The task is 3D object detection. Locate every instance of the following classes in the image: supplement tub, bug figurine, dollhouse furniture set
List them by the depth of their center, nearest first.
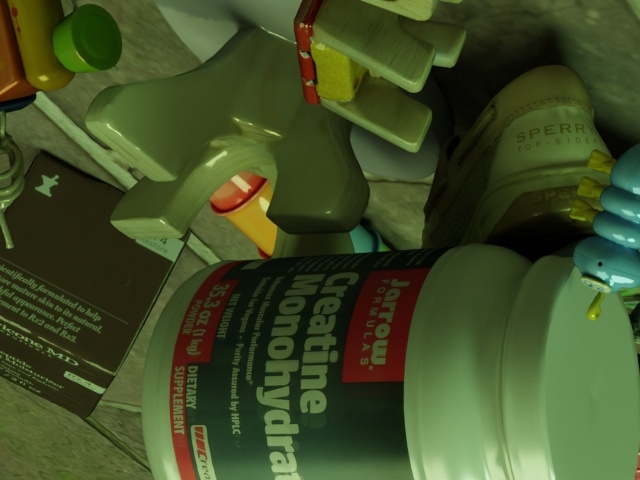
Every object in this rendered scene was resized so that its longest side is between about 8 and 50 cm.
[{"bbox_3d":[0.016,-0.218,0.788,0.152,0.201,0.374,22,164,9],"label":"dollhouse furniture set"},{"bbox_3d":[0.265,-0.030,0.908,0.279,0.216,0.072,19,-173,26],"label":"bug figurine"},{"bbox_3d":[0.044,0.100,1.069,0.272,0.191,0.191,-4,145,29],"label":"supplement tub"}]

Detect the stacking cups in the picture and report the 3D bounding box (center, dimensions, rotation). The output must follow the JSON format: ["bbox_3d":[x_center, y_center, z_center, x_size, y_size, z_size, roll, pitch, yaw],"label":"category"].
[{"bbox_3d":[0.000,0.000,1.432,0.316,0.096,0.096,44,152,-27],"label":"stacking cups"}]

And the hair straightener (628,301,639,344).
[{"bbox_3d":[0.265,0.064,1.173,0.230,0.047,0.089,0,167,-38],"label":"hair straightener"}]

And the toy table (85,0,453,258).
[{"bbox_3d":[-0.040,-0.077,1.192,0.274,0.161,0.252,35,156,-23],"label":"toy table"}]

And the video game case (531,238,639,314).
[{"bbox_3d":[0.210,0.035,1.186,0.212,0.023,0.193,1,165,-29],"label":"video game case"}]

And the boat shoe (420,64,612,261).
[{"bbox_3d":[0.134,-0.025,1.193,0.121,0.110,0.341,-4,166,-11],"label":"boat shoe"}]

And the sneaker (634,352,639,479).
[{"bbox_3d":[0.300,0.144,1.291,0.112,0.121,0.299,-5,174,19],"label":"sneaker"}]

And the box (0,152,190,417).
[{"bbox_3d":[-0.253,0.049,1.684,0.168,0.167,0.203,28,158,-5],"label":"box"}]

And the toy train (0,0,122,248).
[{"bbox_3d":[-0.197,-0.124,1.203,0.143,0.105,0.248,-8,97,37],"label":"toy train"}]
